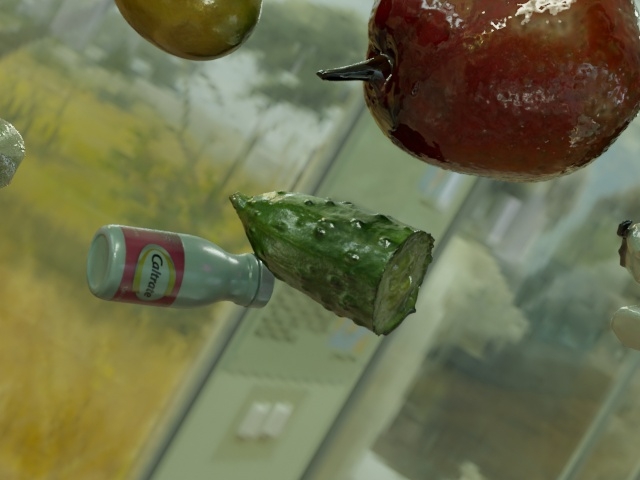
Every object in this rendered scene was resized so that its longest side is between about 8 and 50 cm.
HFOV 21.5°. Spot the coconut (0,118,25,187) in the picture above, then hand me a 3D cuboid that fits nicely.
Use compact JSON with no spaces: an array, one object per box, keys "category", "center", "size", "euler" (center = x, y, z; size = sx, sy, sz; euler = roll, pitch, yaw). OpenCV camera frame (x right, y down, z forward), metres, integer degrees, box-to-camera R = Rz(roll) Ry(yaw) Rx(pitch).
[{"category":"coconut","center":[-0.501,-0.128,2.514],"size":[0.116,0.116,0.122],"euler":[29,-12,-15]}]

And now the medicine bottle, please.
[{"category":"medicine bottle","center":[-0.164,0.037,2.008],"size":[0.217,0.090,0.090],"euler":[8,15,-28]}]

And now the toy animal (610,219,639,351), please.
[{"category":"toy animal","center":[0.492,0.055,2.098],"size":[0.174,0.249,0.289],"euler":[-5,25,-39]}]

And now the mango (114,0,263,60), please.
[{"category":"mango","center":[-0.154,-0.306,1.894],"size":[0.139,0.176,0.254],"euler":[48,28,-49]}]

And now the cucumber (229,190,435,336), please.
[{"category":"cucumber","center":[-0.001,0.003,1.912],"size":[0.244,0.134,0.134],"euler":[27,3,22]}]

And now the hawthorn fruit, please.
[{"category":"hawthorn fruit","center":[0.171,-0.194,1.833],"size":[0.369,0.284,0.285],"euler":[-2,17,-19]}]
